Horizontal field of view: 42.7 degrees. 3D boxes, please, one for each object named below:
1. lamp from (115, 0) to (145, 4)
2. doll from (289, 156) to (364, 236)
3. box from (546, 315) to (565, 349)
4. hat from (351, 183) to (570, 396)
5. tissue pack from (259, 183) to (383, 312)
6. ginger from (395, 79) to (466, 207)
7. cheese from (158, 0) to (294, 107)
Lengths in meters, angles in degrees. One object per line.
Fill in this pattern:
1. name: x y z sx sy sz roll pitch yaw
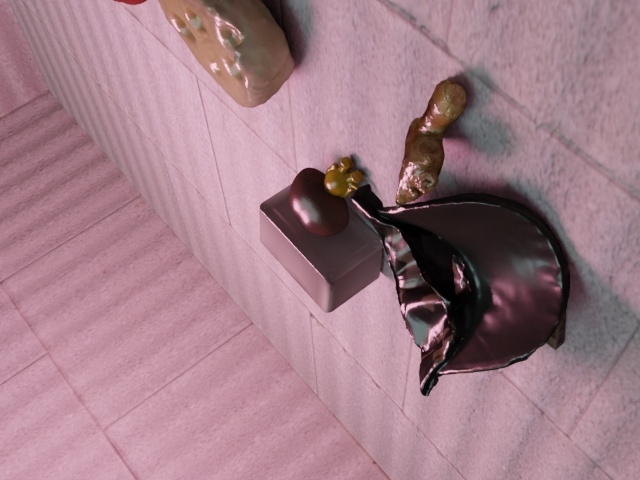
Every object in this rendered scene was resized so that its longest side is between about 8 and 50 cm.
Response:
1. lamp: -0.395 -0.585 1.709 0.182 0.140 0.181 5 103 24
2. doll: 0.020 -0.083 1.622 0.188 0.096 0.145 -13 104 38
3. box: 0.361 0.130 1.300 0.053 0.024 0.083 39 157 39
4. hat: 0.238 0.052 1.339 0.382 0.257 0.366 -14 96 33
5. tissue pack: -0.001 0.001 1.747 0.246 0.159 0.136 47 158 24
6. ginger: 0.162 -0.142 1.191 0.059 0.132 0.214 14 154 -9
7. cheese: -0.183 -0.399 1.513 0.326 0.115 0.318 54 168 -26
